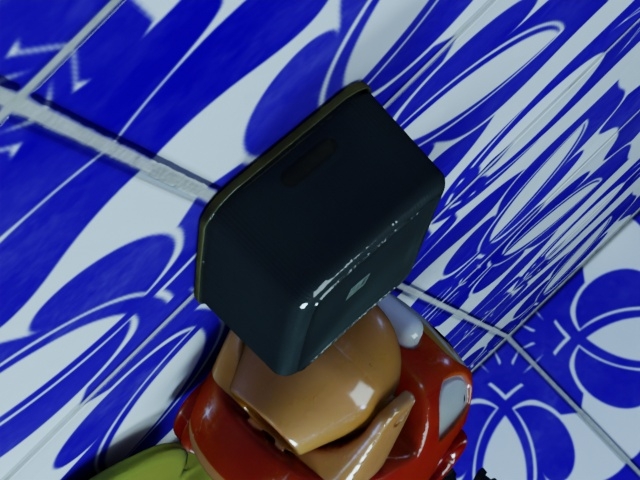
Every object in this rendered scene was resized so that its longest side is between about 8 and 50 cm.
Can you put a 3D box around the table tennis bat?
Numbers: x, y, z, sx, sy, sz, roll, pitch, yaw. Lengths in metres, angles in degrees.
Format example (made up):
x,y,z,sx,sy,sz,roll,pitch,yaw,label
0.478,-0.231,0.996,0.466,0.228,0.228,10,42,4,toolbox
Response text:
x,y,z,sx,sy,sz,roll,pitch,yaw,label
-0.167,0.226,1.557,0.369,0.054,0.224,-23,158,-51,table tennis bat

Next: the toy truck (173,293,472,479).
x,y,z,sx,sy,sz,roll,pitch,yaw,label
0.020,0.107,1.438,0.265,0.189,0.239,-33,156,-44,toy truck

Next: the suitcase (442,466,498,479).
x,y,z,sx,sy,sz,roll,pitch,yaw,label
-0.019,0.279,1.801,0.335,0.229,0.152,-30,155,-47,suitcase

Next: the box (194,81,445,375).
x,y,z,sx,sy,sz,roll,pitch,yaw,label
0.000,0.000,1.194,0.144,0.090,0.201,-41,168,-18,box
